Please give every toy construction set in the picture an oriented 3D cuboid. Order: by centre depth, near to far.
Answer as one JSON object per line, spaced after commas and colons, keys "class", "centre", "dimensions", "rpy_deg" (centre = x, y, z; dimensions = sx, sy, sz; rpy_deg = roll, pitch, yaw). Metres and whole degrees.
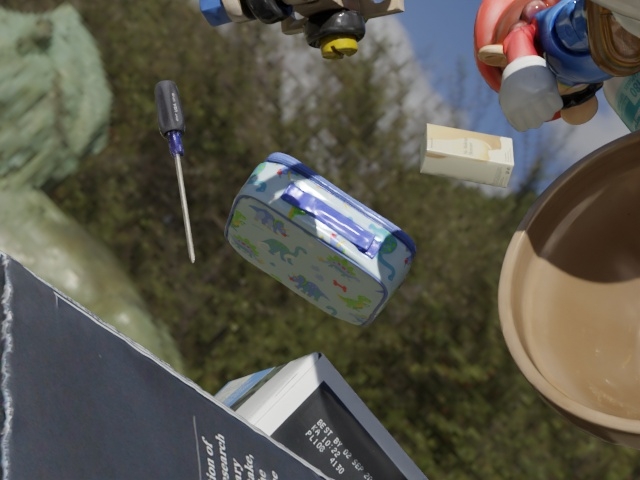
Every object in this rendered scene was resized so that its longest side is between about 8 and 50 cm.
{"class": "toy construction set", "centre": [0.014, -0.310, 1.363], "dimensions": [0.237, 0.309, 0.257], "rpy_deg": [23, 34, -59]}

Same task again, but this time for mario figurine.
{"class": "mario figurine", "centre": [0.248, -0.159, 1.341], "dimensions": [0.198, 0.170, 0.320], "rpy_deg": [12, -3, -13]}

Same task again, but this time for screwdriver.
{"class": "screwdriver", "centre": [-0.115, -0.057, 1.238], "dimensions": [0.025, 0.024, 0.170], "rpy_deg": [27, 45, -59]}

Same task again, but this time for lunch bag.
{"class": "lunch bag", "centre": [0.000, 0.000, 1.773], "dimensions": [0.219, 0.090, 0.176], "rpy_deg": [32, -23, 4]}

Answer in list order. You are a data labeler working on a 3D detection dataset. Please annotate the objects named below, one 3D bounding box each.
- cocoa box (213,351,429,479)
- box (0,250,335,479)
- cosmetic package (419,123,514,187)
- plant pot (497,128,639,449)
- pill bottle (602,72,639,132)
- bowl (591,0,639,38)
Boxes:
{"class": "cocoa box", "centre": [-0.009, 0.311, 1.351], "dimensions": [0.347, 0.231, 0.228], "rpy_deg": [50, -27, -8]}
{"class": "box", "centre": [-0.211, 0.325, 0.961], "dimensions": [0.472, 0.480, 0.297], "rpy_deg": [41, 27, -39]}
{"class": "cosmetic package", "centre": [0.187, -0.109, 1.926], "dimensions": [0.060, 0.115, 0.041], "rpy_deg": [-88, -171, -49]}
{"class": "plant pot", "centre": [0.243, 0.044, 0.975], "dimensions": [0.237, 0.237, 0.110], "rpy_deg": [42, -10, 43]}
{"class": "pill bottle", "centre": [0.404, -0.098, 1.475], "dimensions": [0.264, 0.146, 0.146], "rpy_deg": [58, 0, 28]}
{"class": "bowl", "centre": [0.253, -0.206, 0.941], "dimensions": [0.298, 0.298, 0.134], "rpy_deg": [41, -35, 46]}
